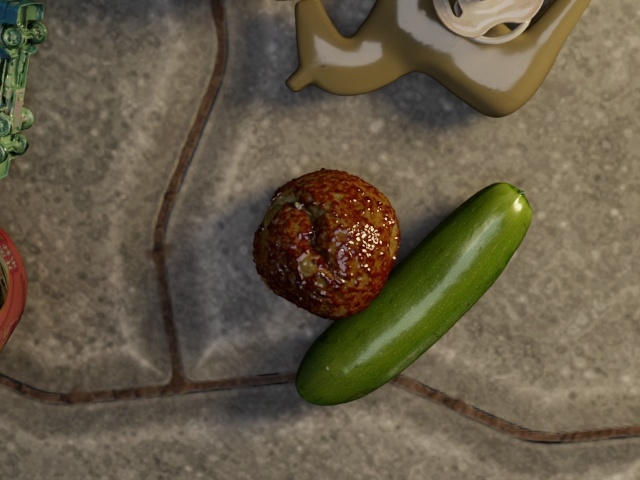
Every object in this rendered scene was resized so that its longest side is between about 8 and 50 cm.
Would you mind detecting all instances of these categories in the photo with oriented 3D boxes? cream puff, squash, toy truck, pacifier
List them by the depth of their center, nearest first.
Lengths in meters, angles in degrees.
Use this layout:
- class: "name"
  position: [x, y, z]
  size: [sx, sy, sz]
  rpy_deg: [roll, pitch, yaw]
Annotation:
- class: "pacifier"
  position: [0.149, -0.212, 1.009]
  size: [0.099, 0.078, 0.081]
  rpy_deg: [-18, 89, 2]
- class: "cream puff"
  position: [0.000, 0.000, 1.101]
  size: [0.149, 0.084, 0.149]
  rpy_deg: [-5, 73, 16]
- class: "toy truck"
  position: [-0.317, -0.149, 1.121]
  size: [0.081, 0.067, 0.175]
  rpy_deg: [14, 106, 6]
- class: "squash"
  position: [0.093, 0.059, 1.127]
  size: [0.292, 0.082, 0.082]
  rpy_deg: [-44, 96, 10]

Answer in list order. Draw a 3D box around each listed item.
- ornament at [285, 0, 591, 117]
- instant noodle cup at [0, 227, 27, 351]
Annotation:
- class: "ornament"
  position: [0.103, -0.200, 1.083]
  size: [0.230, 0.061, 0.245]
  rpy_deg: [33, 98, -3]
- class: "instant noodle cup"
  position: [-0.381, 0.069, 1.070]
  size: [0.244, 0.255, 0.244]
  rpy_deg: [1, 103, 4]
